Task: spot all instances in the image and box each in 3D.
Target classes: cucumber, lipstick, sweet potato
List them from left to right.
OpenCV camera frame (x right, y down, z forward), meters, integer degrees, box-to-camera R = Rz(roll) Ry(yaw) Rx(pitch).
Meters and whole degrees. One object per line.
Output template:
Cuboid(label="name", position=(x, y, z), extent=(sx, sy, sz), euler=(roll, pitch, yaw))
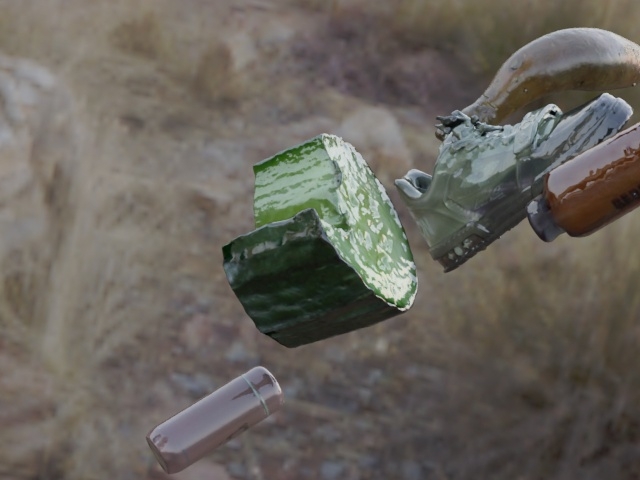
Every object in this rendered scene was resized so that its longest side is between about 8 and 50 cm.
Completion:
Cuboid(label="cucumber", position=(0.005, 0.004, 1.656), extent=(0.130, 0.191, 0.191), euler=(-16, 10, 23))
Cuboid(label="sweet potato", position=(0.285, -0.194, 2.031), extent=(0.346, 0.108, 0.079), euler=(-20, 44, -28))
Cuboid(label="lipstick", position=(0.353, -0.114, 1.440), extent=(0.077, 0.418, 0.077), euler=(42, 30, -31))

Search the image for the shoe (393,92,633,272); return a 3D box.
Cuboid(label="shoe", position=(0.192, -0.095, 1.868), extent=(0.149, 0.293, 0.109), euler=(49, 34, 3))

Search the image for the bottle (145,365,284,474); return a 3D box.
Cuboid(label="bottle", position=(-0.105, 0.179, 1.730), extent=(0.140, 0.053, 0.053), euler=(-31, 37, -16))
